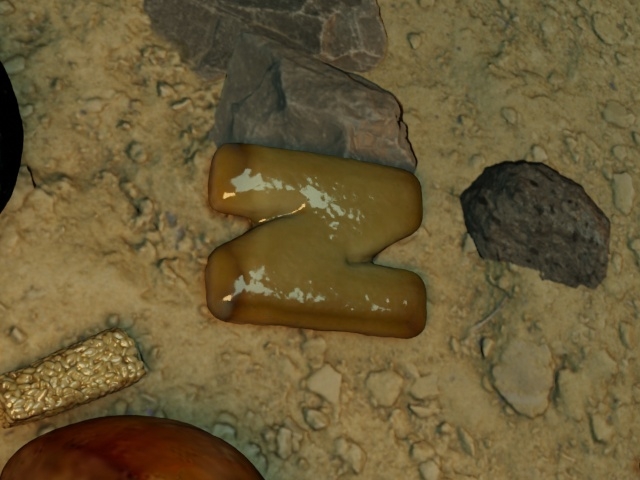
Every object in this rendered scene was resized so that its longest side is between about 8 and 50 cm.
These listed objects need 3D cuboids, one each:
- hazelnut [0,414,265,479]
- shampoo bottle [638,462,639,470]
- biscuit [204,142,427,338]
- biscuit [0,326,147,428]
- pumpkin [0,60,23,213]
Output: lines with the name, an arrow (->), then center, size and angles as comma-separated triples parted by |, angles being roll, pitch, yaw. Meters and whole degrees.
hazelnut -> -0.173, 0.346, 1.038 | 0.372, 0.315, 0.373 | -5, 97, -46
shampoo bottle -> 0.480, 0.338, 1.430 | 0.152, 0.045, 0.077 | 37, 66, -8
biscuit -> 0.000, 0.000, 1.354 | 0.290, 0.062, 0.237 | 9, 67, -20
biscuit -> -0.275, 0.151, 1.178 | 0.168, 0.082, 0.070 | -21, 78, -26
pumpkin -> -0.458, -0.111, 1.121 | 0.315, 0.238, 0.315 | 16, 48, -19
